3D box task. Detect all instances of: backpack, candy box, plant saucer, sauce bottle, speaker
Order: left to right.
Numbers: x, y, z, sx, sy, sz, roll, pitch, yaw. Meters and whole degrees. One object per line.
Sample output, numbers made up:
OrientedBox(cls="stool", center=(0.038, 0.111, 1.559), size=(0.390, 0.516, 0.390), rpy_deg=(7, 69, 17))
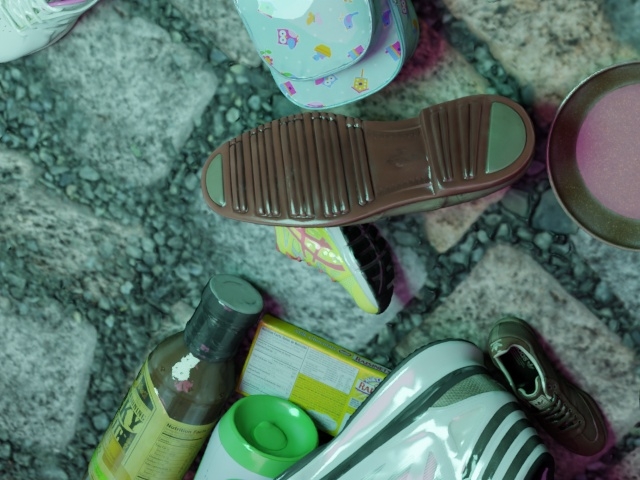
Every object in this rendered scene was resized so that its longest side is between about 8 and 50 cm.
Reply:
OrientedBox(cls="sauce bottle", center=(-0.170, 0.187, 1.885), size=(0.111, 0.111, 0.344), rpy_deg=(32, 116, 3))
OrientedBox(cls="speaker", center=(-0.100, 0.322, 1.897), size=(0.131, 0.131, 0.296), rpy_deg=(27, 124, 5))
OrientedBox(cls="backpack", center=(0.007, -0.228, 1.632), size=(0.166, 0.144, 0.188), rpy_deg=(-21, 112, 19))
OrientedBox(cls="candy box", center=(0.010, 0.171, 1.865), size=(0.206, 0.027, 0.105), rpy_deg=(24, 116, 6))
OrientedBox(cls="plant saucer", center=(0.330, -0.087, 1.636), size=(0.199, 0.036, 0.198), rpy_deg=(5, 106, 17))

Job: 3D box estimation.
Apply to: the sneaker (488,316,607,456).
OrientedBox(cls="sneaker", center=(0.242, 0.174, 1.768), size=(0.066, 0.071, 0.188), rpy_deg=(-36, 98, 27))

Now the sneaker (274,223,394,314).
OrientedBox(cls="sneaker", center=(0.000, 0.000, 1.770), size=(0.094, 0.081, 0.208), rpy_deg=(-37, 87, 27))

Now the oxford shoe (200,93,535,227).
OrientedBox(cls="oxford shoe", center=(0.053, -0.064, 1.672), size=(0.348, 0.130, 0.123), rpy_deg=(-5, 77, 11))

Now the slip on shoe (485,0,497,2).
OrientedBox(cls="slip on shoe", center=(0.149, -0.390, 1.534), size=(0.101, 0.123, 0.331), rpy_deg=(-7, 106, 16))

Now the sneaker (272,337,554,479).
OrientedBox(cls="sneaker", center=(0.072, 0.343, 1.739), size=(0.447, 0.169, 0.257), rpy_deg=(-49, 52, 14))

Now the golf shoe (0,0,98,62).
OrientedBox(cls="golf shoe", center=(-0.285, -0.279, 1.703), size=(0.306, 0.140, 0.115), rpy_deg=(-34, 101, 28))
